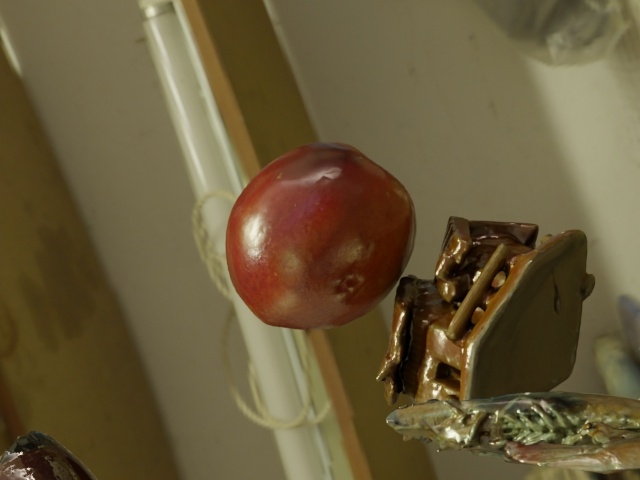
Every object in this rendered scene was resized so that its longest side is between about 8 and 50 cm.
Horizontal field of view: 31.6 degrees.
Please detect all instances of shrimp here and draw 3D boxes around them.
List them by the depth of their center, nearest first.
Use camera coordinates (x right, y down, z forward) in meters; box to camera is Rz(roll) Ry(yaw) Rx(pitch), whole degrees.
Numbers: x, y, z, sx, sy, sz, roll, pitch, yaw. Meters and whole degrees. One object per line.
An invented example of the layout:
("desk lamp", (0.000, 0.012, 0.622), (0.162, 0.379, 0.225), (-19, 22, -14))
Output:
("shrimp", (0.169, 0.145, 0.852), (0.143, 0.251, 0.052), (-14, -82, -73))

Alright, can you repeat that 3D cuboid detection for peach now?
("peach", (0.000, 0.000, 1.340), (0.199, 0.243, 0.243), (49, 175, 38))

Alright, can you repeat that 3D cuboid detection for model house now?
("model house", (0.162, 0.081, 1.280), (0.220, 0.229, 0.199), (-13, -74, -37))

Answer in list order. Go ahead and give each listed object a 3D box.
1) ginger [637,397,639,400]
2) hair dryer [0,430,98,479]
("ginger", (0.402, 0.184, 1.135), (0.216, 0.157, 0.102), (44, -150, 15))
("hair dryer", (-0.241, 0.278, 0.834), (0.312, 0.123, 0.340), (60, -169, 25))
